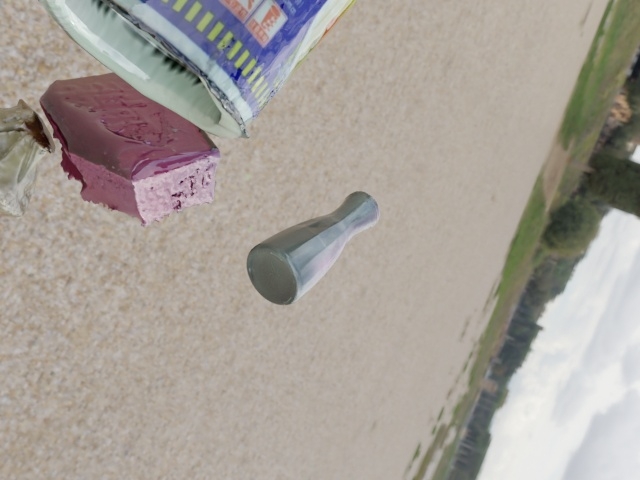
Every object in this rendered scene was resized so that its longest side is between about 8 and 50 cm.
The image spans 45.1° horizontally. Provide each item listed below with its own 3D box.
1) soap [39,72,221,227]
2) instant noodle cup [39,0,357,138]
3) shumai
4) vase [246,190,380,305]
[{"bbox_3d":[-0.316,-0.165,1.265,0.220,0.325,0.127,-16,133,-25],"label":"soap"},{"bbox_3d":[-0.055,-0.259,0.591,0.312,0.284,0.284,-56,164,-8],"label":"instant noodle cup"},{"bbox_3d":[-0.511,-0.145,1.302,0.201,0.120,0.201,-20,90,-89],"label":"shumai"},{"bbox_3d":[0.000,0.000,1.025,0.214,0.086,0.086,-36,148,-44],"label":"vase"}]
